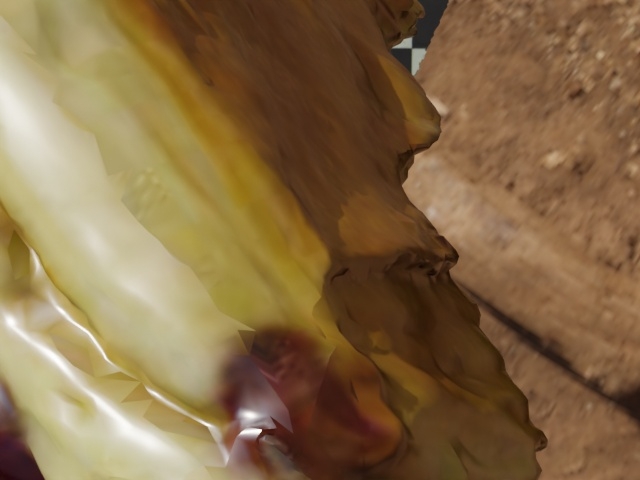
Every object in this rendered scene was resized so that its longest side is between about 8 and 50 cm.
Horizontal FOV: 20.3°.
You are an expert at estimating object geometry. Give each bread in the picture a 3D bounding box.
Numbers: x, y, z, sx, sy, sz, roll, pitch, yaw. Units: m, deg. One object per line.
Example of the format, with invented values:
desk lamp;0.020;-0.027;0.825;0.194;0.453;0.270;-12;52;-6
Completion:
bread;-0.072;-0.024;0.514;0.191;0.314;0.370;-35;79;14

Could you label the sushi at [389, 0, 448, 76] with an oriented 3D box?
sushi;-0.061;-0.175;1.474;0.290;0.050;0.264;26;86;-20
